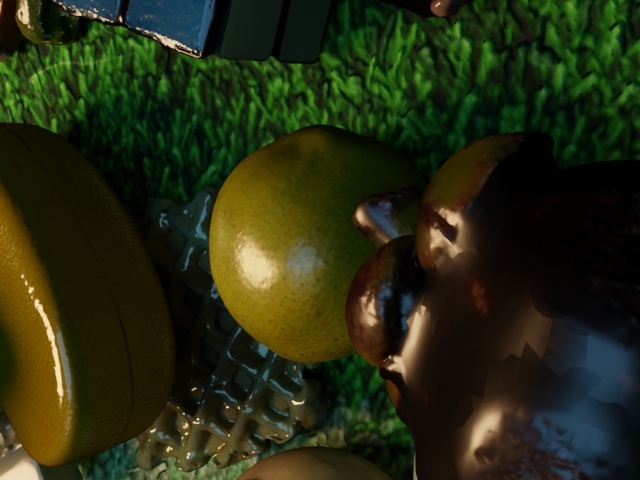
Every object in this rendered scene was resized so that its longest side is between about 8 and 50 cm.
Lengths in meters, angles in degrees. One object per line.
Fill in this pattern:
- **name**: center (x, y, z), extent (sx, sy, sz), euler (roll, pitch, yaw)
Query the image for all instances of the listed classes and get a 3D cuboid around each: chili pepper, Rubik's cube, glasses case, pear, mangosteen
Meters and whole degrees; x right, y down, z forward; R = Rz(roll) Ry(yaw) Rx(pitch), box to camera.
- **chili pepper**: center (-0.279, -0.304, 0.757), extent (0.073, 0.072, 0.204), euler (24, 114, 35)
- **Rubik's cube**: center (-0.094, -0.251, 0.612), extent (0.183, 0.180, 0.167), euler (25, 112, 23)
- **glasses case**: center (-0.266, 0.025, 0.723), extent (0.371, 0.141, 0.173), euler (54, 127, 20)
- **pear**: center (0.000, 0.000, 0.606), extent (0.198, 0.198, 0.198), euler (6, 103, 27)
- **mangosteen**: center (0.144, 0.060, 0.435), extent (0.233, 0.287, 0.287), euler (-22, 89, -2)

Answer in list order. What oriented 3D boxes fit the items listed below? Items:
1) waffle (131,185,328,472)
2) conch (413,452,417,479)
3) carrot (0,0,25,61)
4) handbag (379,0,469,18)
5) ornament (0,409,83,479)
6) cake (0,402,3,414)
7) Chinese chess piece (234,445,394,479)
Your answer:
- **waffle**: center (-0.135, 0.098, 0.772), extent (0.309, 0.056, 0.292), euler (-21, 87, 31)
- **conch**: center (0.175, 0.208, 0.596), extent (0.185, 0.121, 0.221), euler (-18, 88, 20)
- **carrot**: center (-0.425, -0.346, 0.815), extent (0.258, 0.100, 0.307), euler (-19, 93, 33)
- **handbag**: center (0.117, -0.231, 0.485), extent (0.203, 0.216, 0.074), euler (-28, 88, 27)
- **ornament**: center (-0.382, 0.191, 0.889), extent (0.130, 0.120, 0.285), euler (-16, 92, 9)
- **cake**: center (-0.469, 0.150, 0.729), extent (0.286, 0.227, 0.222), euler (-1, 100, 27)
- **Chinese chess piece**: center (0.003, 0.327, 0.671), extent (0.270, 0.112, 0.270), euler (13, 108, 48)
